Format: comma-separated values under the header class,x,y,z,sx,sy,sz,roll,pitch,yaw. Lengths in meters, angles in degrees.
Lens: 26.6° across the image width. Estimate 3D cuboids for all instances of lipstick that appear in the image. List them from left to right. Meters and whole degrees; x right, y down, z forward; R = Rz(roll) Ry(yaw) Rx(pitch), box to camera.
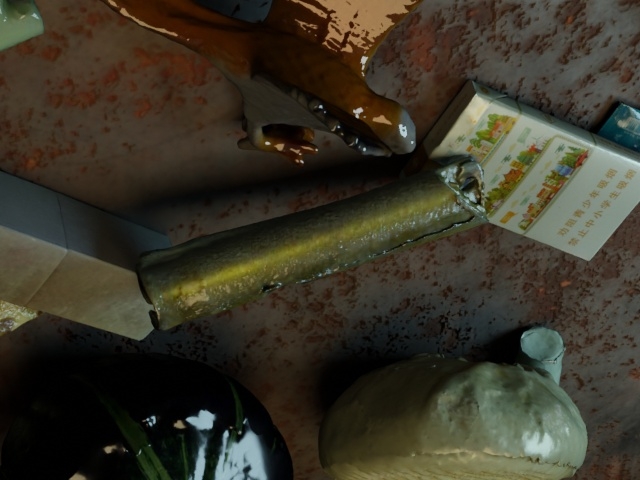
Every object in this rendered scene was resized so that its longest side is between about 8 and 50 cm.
class,x,y,z,sx,sy,sz,roll,pitch,yaw
lipstick,-0.284,-0.013,1.102,0.371,0.079,0.076,22,121,-38

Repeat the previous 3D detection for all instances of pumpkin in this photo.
class,x,y,z,sx,sy,sz,roll,pitch,yaw
pumpkin,-0.179,0.247,1.308,0.296,0.296,0.295,-11,137,-11

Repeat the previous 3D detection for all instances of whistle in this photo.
class,x,y,z,sx,sy,sz,roll,pitch,yaw
whistle,0.001,0.000,1.168,0.326,0.057,0.068,-18,118,-17

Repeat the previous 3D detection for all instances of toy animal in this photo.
class,x,y,z,sx,sy,sz,roll,pitch,yaw
toy animal,-0.062,-0.138,1.020,0.284,0.225,0.302,15,156,6

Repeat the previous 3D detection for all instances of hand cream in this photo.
class,x,y,z,sx,sy,sz,roll,pitch,yaw
hand cream,0.238,0.175,1.523,0.078,0.050,0.205,-1,139,0

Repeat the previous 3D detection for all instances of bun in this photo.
class,x,y,z,sx,sy,sz,roll,pitch,yaw
bun,0.135,0.189,1.412,0.287,0.146,0.287,-3,164,-1

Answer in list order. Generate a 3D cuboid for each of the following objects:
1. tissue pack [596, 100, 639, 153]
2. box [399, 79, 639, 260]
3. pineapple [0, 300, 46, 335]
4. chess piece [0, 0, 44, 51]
class,x,y,z,sx,sy,sz,roll,pitch,yaw
tissue pack,0.318,-0.085,1.303,0.138,0.028,0.085,8,130,-32
box,0.196,-0.060,1.255,0.220,0.032,0.122,19,125,-26
pineapple,-0.284,0.060,1.186,0.114,0.077,0.114,-10,145,-31
chess piece,-0.343,-0.139,0.888,0.299,0.194,0.194,-23,138,-11
